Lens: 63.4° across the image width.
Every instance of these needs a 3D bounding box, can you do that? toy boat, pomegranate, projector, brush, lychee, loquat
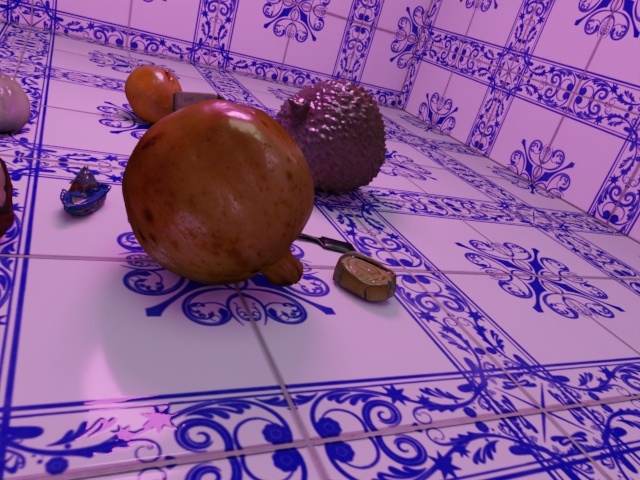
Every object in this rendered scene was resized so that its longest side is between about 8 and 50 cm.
[{"bbox_3d":[-0.533,-0.120,1.162,0.091,0.110,0.175,14,26,-7],"label":"toy boat"},{"bbox_3d":[-0.178,-0.071,1.032,0.409,0.411,0.410,14,24,-7],"label":"pomegranate"},{"bbox_3d":[-0.388,-0.423,1.778,0.193,0.088,0.269,2,-6,-3],"label":"projector"},{"bbox_3d":[0.000,0.000,1.374,0.193,0.016,0.063,13,23,-10],"label":"brush"},{"bbox_3d":[0.039,-0.339,1.710,0.432,0.380,0.380,32,7,-48],"label":"lychee"},{"bbox_3d":[-0.606,-0.532,1.887,0.207,0.208,0.208,14,24,-7],"label":"loquat"}]

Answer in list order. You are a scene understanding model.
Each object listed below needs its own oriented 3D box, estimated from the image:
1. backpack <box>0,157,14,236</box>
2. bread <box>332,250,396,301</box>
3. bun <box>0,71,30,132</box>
[{"bbox_3d":[-0.689,-0.081,0.952,0.229,0.139,0.229,22,37,-18],"label":"backpack"},{"bbox_3d":[0.105,0.086,1.203,0.156,0.064,0.117,33,32,29],"label":"bread"},{"bbox_3d":[-0.951,-0.413,1.430,0.283,0.179,0.283,17,22,-7],"label":"bun"}]
